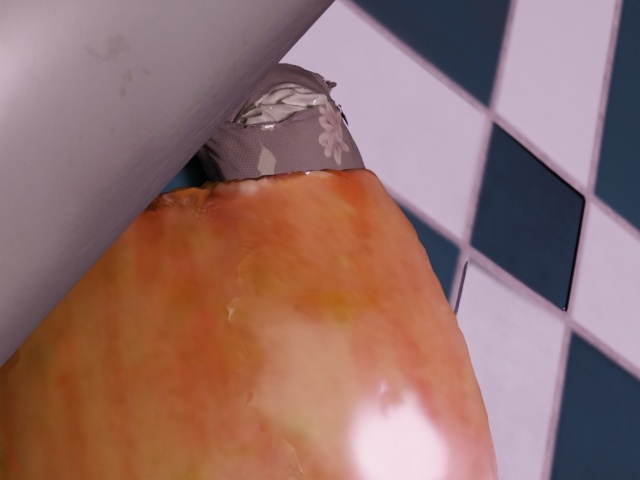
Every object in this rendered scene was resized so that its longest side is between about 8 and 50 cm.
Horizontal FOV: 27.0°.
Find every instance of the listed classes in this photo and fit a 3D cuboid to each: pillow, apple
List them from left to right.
[{"bbox_3d":[-0.064,0.140,0.688,0.252,0.314,0.309,49,27,-80],"label":"apple"},{"bbox_3d":[0.000,0.000,0.889,0.169,0.059,0.255,-19,88,-47],"label":"pillow"}]

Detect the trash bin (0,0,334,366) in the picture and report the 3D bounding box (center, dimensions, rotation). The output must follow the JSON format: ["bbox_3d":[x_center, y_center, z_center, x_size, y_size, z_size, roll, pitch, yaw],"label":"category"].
[{"bbox_3d":[-0.165,-0.098,0.522,0.280,0.280,0.432,52,56,-15],"label":"trash bin"}]
